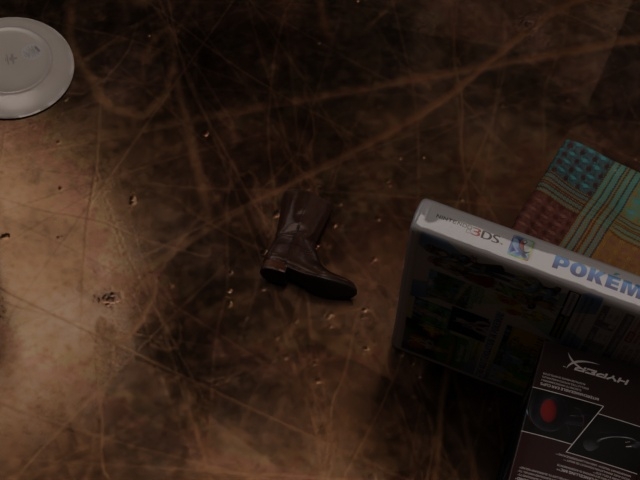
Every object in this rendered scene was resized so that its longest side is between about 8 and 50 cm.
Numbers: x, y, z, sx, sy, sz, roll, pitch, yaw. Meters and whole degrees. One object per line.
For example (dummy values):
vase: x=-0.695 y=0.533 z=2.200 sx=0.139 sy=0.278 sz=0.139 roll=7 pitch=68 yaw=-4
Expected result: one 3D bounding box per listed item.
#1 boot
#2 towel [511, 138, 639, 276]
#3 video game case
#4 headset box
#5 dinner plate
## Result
boot: x=0.000 y=0.000 z=1.605 sx=0.106 sy=0.037 sz=0.114 roll=17 pitch=55 yaw=3
towel: x=0.370 y=0.049 z=1.570 sx=0.370 sy=0.040 sz=0.271 roll=27 pitch=47 yaw=11
video game case: x=0.216 y=0.086 z=1.398 sx=0.300 sy=0.329 sz=0.036 roll=21 pitch=70 yaw=7
headset box: x=0.196 y=0.271 z=1.350 sx=0.110 sy=0.218 sz=0.293 roll=16 pitch=60 yaw=7
dinner plate: x=-0.343 y=-0.195 z=1.702 sx=0.141 sy=0.017 sz=0.141 roll=3 pitch=59 yaw=-5
